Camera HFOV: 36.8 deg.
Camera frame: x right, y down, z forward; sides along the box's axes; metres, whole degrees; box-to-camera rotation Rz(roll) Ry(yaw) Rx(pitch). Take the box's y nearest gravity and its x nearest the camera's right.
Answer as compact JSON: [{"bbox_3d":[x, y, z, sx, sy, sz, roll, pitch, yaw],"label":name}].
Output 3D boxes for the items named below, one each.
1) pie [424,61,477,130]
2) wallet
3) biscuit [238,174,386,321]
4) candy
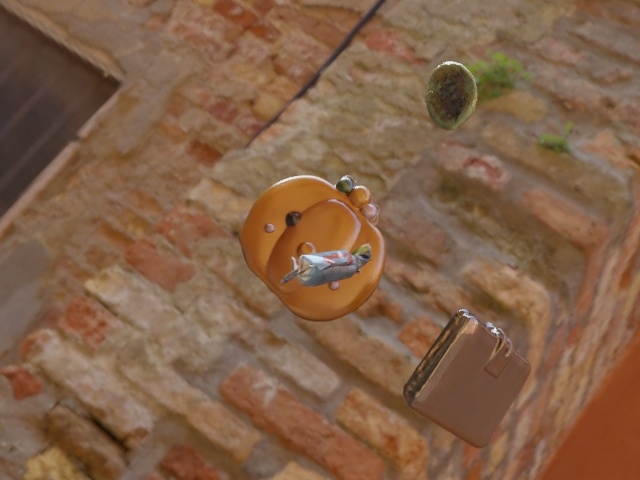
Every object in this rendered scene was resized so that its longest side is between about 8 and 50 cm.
[{"bbox_3d":[0.158,-0.178,1.170,0.017,0.085,0.085,-1,18,-43],"label":"pie"},{"bbox_3d":[0.151,0.140,0.972,0.153,0.118,0.039,40,-5,-42],"label":"wallet"},{"bbox_3d":[0.000,0.000,1.069,0.170,0.170,0.050,39,-6,5],"label":"biscuit"},{"bbox_3d":[0.006,0.017,0.669,0.083,0.030,0.020,-5,42,-47],"label":"candy"}]
